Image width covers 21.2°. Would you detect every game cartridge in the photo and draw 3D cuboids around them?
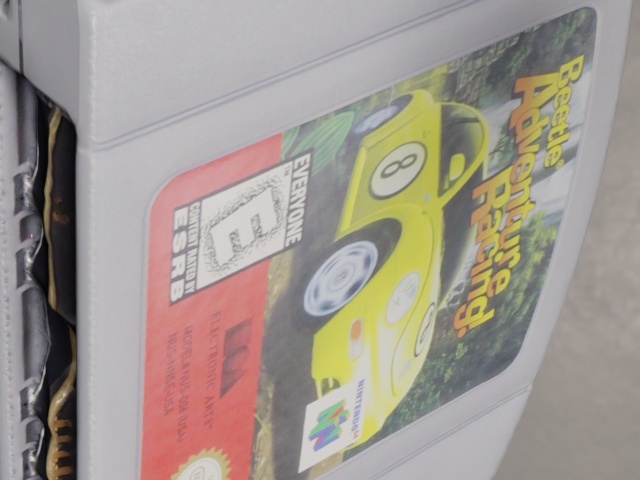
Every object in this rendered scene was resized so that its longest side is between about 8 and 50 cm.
[{"bbox_3d":[0.000,0.000,0.485,0.196,0.060,0.294,-29,141,-35],"label":"game cartridge"}]
